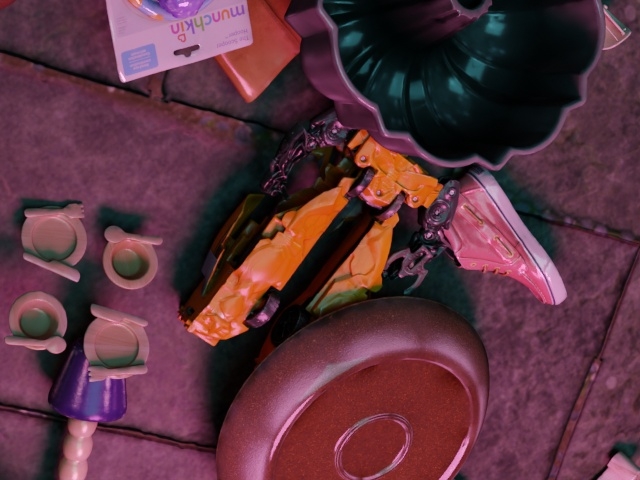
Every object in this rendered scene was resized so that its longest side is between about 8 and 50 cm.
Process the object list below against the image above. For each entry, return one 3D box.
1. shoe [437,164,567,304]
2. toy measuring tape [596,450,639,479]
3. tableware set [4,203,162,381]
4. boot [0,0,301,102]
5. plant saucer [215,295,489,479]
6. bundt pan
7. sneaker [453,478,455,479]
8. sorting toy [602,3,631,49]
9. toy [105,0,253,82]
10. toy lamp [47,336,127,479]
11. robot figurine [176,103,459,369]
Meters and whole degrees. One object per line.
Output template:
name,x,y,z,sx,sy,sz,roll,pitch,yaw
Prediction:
shoe,0.180,0.013,1.655,0.081,0.063,0.178,-38,109,-5
toy measuring tape,0.226,0.346,1.739,0.330,0.121,0.121,-44,115,-8
tableware set,-0.220,0.047,1.498,0.141,0.020,0.168,13,71,-22
boot,-0.149,-0.233,1.463,0.264,0.096,0.280,-48,123,-10
plant saucer,0.046,0.199,1.617,0.311,0.050,0.310,-14,128,-19
bundt pan,0.105,-0.224,1.485,0.331,0.124,0.330,1,88,-31
sneaker,0.148,0.310,1.718,0.044,0.040,0.109,26,56,-34
sorting toy,0.259,-0.219,1.627,0.075,0.045,0.083,-44,116,5
toy,-0.123,-0.261,1.377,0.137,0.056,0.237,-20,115,-24
toy lamp,-0.241,0.229,1.554,0.080,0.080,0.274,8,106,-22
robot figurine,0.000,0.000,1.569,0.211,0.085,0.291,37,91,-26
